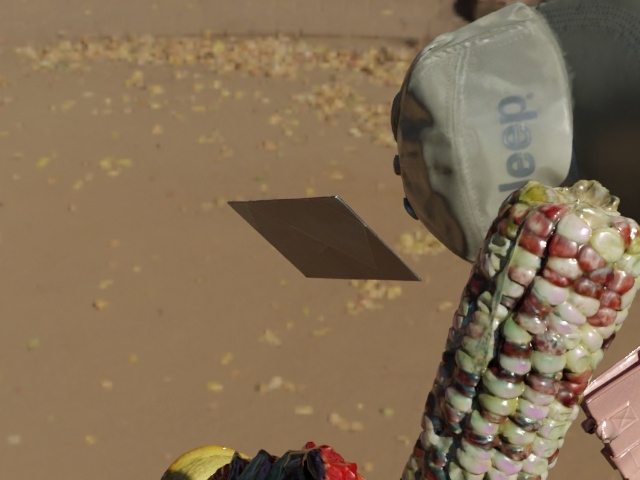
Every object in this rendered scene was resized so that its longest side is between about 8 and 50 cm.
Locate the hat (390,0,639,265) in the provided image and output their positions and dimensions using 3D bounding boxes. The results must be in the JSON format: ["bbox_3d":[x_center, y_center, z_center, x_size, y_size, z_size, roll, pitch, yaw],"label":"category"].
[{"bbox_3d":[0.150,-0.070,0.814,0.149,0.214,0.244,-13,2,-11],"label":"hat"}]

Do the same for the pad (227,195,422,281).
[{"bbox_3d":[0.000,0.000,1.419,0.243,0.163,0.004,0,51,55],"label":"pad"}]

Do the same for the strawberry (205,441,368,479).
[{"bbox_3d":[-0.028,0.314,1.036,0.261,0.258,0.261,-25,20,10],"label":"strawberry"}]

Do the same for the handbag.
[{"bbox_3d":[0.427,0.242,1.464,0.157,0.212,0.059,-34,17,-5],"label":"handbag"}]

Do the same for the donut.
[{"bbox_3d":[-0.120,0.335,1.341,0.166,0.184,0.073,35,-13,-16],"label":"donut"}]

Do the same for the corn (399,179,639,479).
[{"bbox_3d":[0.107,0.098,0.668,0.092,0.281,0.092,16,15,-4],"label":"corn"}]
